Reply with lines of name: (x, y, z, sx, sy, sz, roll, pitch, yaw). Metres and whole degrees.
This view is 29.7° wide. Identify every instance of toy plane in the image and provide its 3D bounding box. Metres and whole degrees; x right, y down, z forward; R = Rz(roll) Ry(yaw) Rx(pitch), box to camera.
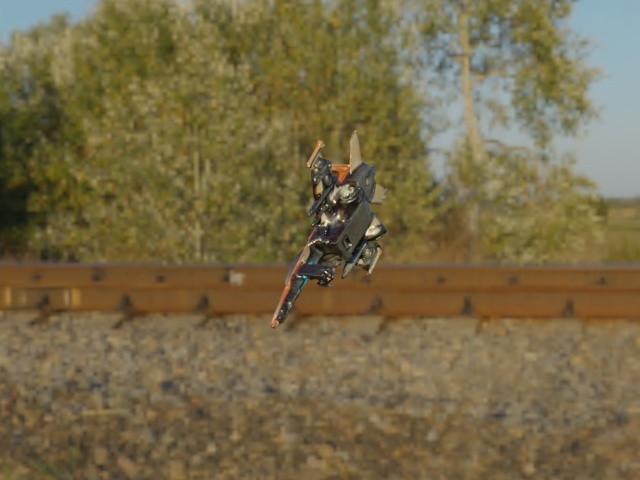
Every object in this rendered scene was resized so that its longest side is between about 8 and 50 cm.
toy plane: (0.010, 0.000, 0.981, 0.062, 0.135, 0.188, -7, 41, 28)
